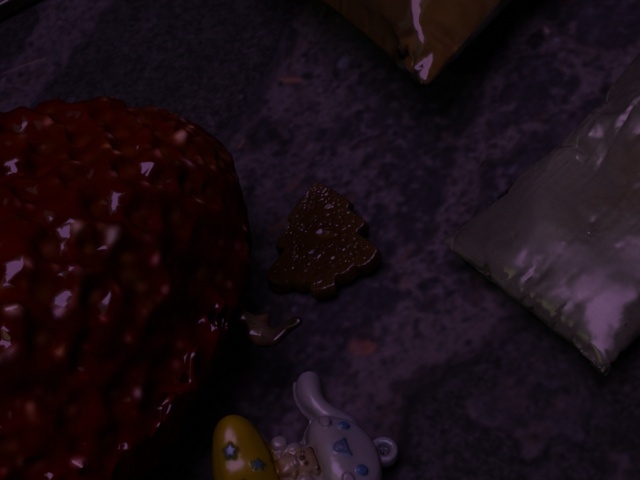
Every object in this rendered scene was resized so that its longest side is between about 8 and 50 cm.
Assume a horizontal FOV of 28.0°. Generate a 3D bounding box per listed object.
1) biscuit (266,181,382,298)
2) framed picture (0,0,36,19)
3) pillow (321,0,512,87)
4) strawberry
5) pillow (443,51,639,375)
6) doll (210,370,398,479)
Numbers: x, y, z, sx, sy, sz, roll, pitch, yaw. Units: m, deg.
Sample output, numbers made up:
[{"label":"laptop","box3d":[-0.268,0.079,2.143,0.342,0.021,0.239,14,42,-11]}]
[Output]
[{"label":"biscuit","box3d":[0.000,0.000,0.890,0.082,0.016,0.092,-16,53,13]},{"label":"framed picture","box3d":[-0.369,-0.292,1.200,0.240,0.020,0.324,-30,54,-2]},{"label":"pillow","box3d":[0.080,-0.284,0.987,0.312,0.119,0.310,-42,59,-13]},{"label":"strawberry","box3d":[-0.169,0.056,0.775,0.343,0.292,0.292,-29,53,-20]},{"label":"pillow","box3d":[0.205,-0.033,0.826,0.230,0.050,0.148,-44,51,-9]},{"label":"doll","box3d":[-0.005,0.149,0.774,0.113,0.071,0.135,-33,58,-27]}]
